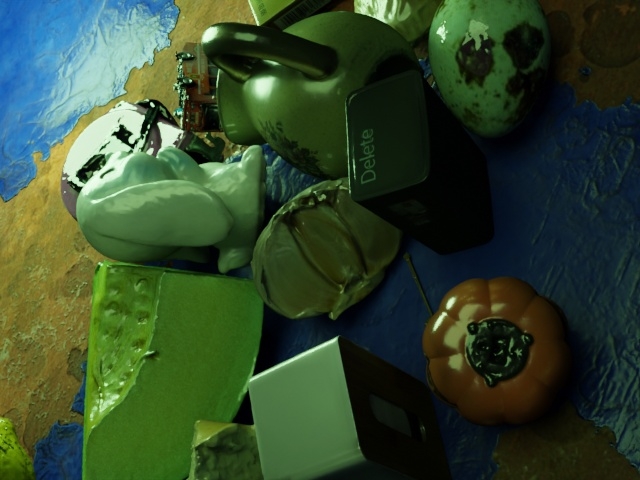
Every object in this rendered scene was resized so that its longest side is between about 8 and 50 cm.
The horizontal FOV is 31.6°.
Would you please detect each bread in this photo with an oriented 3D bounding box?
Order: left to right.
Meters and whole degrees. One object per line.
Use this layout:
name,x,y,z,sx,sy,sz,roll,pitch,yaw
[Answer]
bread,-0.077,0.329,1.448,0.211,0.224,0.184,12,77,-3

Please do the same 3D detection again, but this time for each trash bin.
trash bin,0.137,-0.093,1.503,0.115,0.225,0.165,-16,61,26

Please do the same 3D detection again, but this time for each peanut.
peanut,0.155,-0.386,1.698,0.233,0.110,0.197,-26,46,19

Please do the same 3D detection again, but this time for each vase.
vase,-0.038,-0.229,1.612,0.302,0.329,0.241,15,81,36

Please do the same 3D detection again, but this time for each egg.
egg,0.232,-0.252,1.554,0.169,0.169,0.231,-6,76,30

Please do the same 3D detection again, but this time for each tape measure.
tape measure,-0.303,-0.114,1.843,0.231,0.149,0.245,28,85,36

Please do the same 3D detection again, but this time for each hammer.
hammer,0.138,0.067,1.565,0.029,0.014,0.123,-27,55,9

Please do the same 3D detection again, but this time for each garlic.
garlic,0.000,0.000,1.597,0.229,0.178,0.143,-31,21,-6

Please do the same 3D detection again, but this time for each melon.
melon,-0.258,0.201,1.640,0.331,0.226,0.344,9,86,25

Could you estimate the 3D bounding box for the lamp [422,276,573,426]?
lamp,0.218,0.137,1.392,0.187,0.164,0.188,-2,82,11

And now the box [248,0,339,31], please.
box,-0.014,-0.454,1.865,0.240,0.071,0.159,-33,53,17

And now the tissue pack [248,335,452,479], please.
tissue pack,0.040,0.242,1.402,0.136,0.246,0.159,-26,58,23

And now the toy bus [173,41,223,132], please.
toy bus,-0.189,-0.248,1.818,0.096,0.073,0.235,0,32,-10

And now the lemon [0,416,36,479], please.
lemon,-0.571,0.403,1.716,0.258,0.258,0.310,33,87,38

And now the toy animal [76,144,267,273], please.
toy animal,-0.204,-0.038,1.673,0.289,0.249,0.174,-5,74,12
